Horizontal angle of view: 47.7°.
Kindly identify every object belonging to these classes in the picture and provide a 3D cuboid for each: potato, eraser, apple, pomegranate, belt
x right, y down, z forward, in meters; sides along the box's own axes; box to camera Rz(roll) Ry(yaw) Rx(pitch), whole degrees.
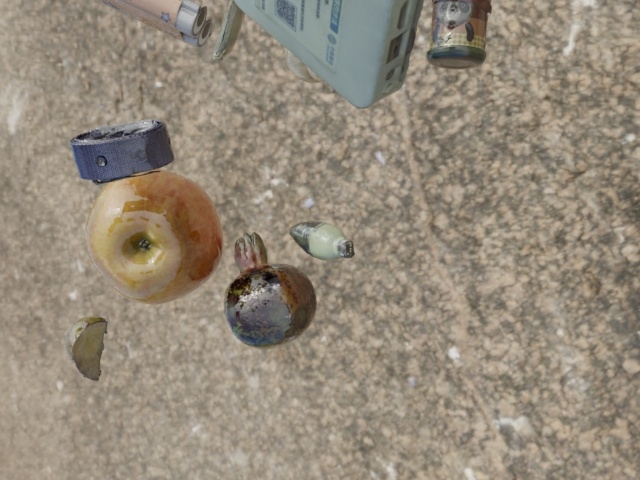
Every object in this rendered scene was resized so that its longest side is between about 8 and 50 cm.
[{"bbox_3d":[-0.605,0.268,1.820,0.089,0.100,0.172,23,112,33],"label":"potato"},{"bbox_3d":[-0.416,-0.579,1.771,0.290,0.171,0.087,26,86,4],"label":"eraser"},{"bbox_3d":[-0.468,-0.010,2.041,0.391,0.346,0.392,1,107,3],"label":"apple"},{"bbox_3d":[-0.161,0.136,2.073,0.285,0.285,0.341,-25,82,47],"label":"pomegranate"},{"bbox_3d":[-0.472,-0.209,1.743,0.140,0.230,0.126,-115,15,-63],"label":"belt"}]

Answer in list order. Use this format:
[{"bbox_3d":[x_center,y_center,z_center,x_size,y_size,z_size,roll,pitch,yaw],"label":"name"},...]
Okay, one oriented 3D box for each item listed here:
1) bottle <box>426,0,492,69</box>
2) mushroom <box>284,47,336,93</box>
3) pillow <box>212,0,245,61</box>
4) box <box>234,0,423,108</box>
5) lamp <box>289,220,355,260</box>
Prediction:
[{"bbox_3d":[0.301,-0.524,1.603,0.143,0.156,0.271,-175,88,-67],"label":"bottle"},{"bbox_3d":[0.020,-0.492,1.868,0.189,0.253,0.195,39,153,51],"label":"mushroom"},{"bbox_3d":[-0.244,-0.592,1.999,0.053,0.119,0.208,24,129,-5],"label":"pillow"},{"bbox_3d":[-0.003,-0.448,1.133,0.396,0.111,0.396,45,156,19],"label":"box"},{"bbox_3d":[0.000,0.000,1.925,0.250,0.101,0.101,16,112,48],"label":"lamp"}]
